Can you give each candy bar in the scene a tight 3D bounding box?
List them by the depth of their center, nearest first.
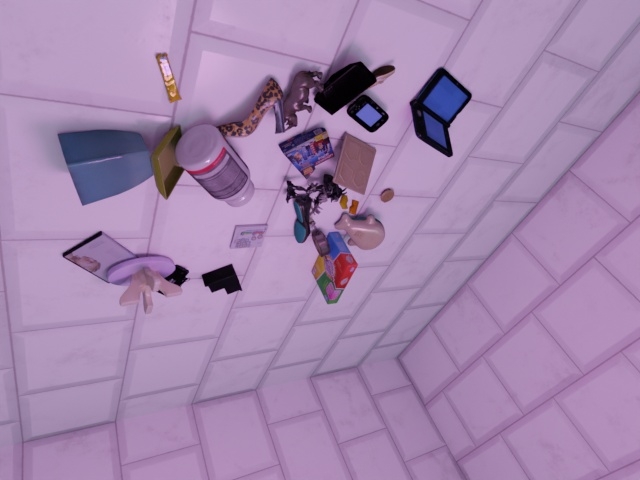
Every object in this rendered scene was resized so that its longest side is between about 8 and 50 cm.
[{"bbox_3d":[-0.465,-0.495,1.312,0.040,0.018,0.162,-22,144,-16],"label":"candy bar"}]

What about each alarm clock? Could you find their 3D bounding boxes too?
[{"bbox_3d":[0.000,0.000,2.152,0.064,0.129,0.192,-25,124,-7],"label":"alarm clock"}]

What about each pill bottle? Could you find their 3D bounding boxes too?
[{"bbox_3d":[-0.361,-0.251,1.539,0.176,0.176,0.318,-31,149,3],"label":"pill bottle"}]

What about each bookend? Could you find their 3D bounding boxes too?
[{"bbox_3d":[-0.485,0.210,2.122,0.156,0.072,0.157,-21,145,-10],"label":"bookend"}]

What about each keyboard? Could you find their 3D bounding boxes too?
[{"bbox_3d":[-0.687,0.187,2.004,0.100,0.038,0.192,36,113,-27],"label":"keyboard"}]

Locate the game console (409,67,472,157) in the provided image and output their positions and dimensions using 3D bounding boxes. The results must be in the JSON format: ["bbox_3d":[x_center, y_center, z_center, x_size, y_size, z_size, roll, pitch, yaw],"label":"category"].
[{"bbox_3d":[0.532,-0.532,1.819,0.293,0.250,0.173,14,153,-43],"label":"game console"}]

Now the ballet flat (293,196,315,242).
[{"bbox_3d":[-0.069,-0.096,2.014,0.096,0.095,0.281,-27,146,-23],"label":"ballet flat"}]

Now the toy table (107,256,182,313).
[{"bbox_3d":[-0.739,0.185,1.818,0.274,0.161,0.252,-15,150,-28],"label":"toy table"}]

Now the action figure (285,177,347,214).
[{"bbox_3d":[-0.009,-0.192,1.843,0.275,0.141,0.164,0,149,-9],"label":"action figure"}]

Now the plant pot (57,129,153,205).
[{"bbox_3d":[-0.670,-0.249,1.361,0.234,0.166,0.166,-19,144,-24],"label":"plant pot"}]

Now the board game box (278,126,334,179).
[{"bbox_3d":[-0.048,-0.349,1.739,0.194,0.060,0.194,-27,146,-3],"label":"board game box"}]

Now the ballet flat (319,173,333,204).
[{"bbox_3d":[0.019,-0.234,1.951,0.057,0.049,0.173,-54,170,-46],"label":"ballet flat"}]

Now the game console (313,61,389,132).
[{"bbox_3d":[0.152,-0.527,1.630,0.213,0.044,0.361,-31,149,29],"label":"game console"}]

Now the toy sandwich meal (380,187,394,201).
[{"bbox_3d":[0.339,-0.229,2.176,0.085,0.029,0.086,-15,139,-14],"label":"toy sandwich meal"}]

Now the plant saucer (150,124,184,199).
[{"bbox_3d":[-0.519,-0.267,1.450,0.045,0.188,0.188,11,137,0],"label":"plant saucer"}]

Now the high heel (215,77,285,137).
[{"bbox_3d":[-0.255,-0.457,1.481,0.261,0.093,0.186,-7,115,-5],"label":"high heel"}]

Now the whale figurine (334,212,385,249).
[{"bbox_3d":[0.205,-0.066,2.226,0.271,0.141,0.216,24,123,-19],"label":"whale figurine"}]

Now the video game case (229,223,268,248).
[{"bbox_3d":[-0.333,-0.018,1.990,0.157,0.019,0.143,-4,138,-31],"label":"video game case"}]

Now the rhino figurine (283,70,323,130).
[{"bbox_3d":[-0.081,-0.495,1.526,0.106,0.073,0.243,-1,138,-39],"label":"rhino figurine"}]

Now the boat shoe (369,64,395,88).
[{"bbox_3d":[0.218,-0.613,1.608,0.135,0.050,0.045,-22,149,7],"label":"boat shoe"}]

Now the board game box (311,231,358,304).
[{"bbox_3d":[0.067,0.148,2.275,0.064,0.242,0.317,-4,137,-29],"label":"board game box"}]

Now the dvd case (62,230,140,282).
[{"bbox_3d":[-0.874,0.075,1.736,0.180,0.022,0.253,-30,145,2],"label":"dvd case"}]

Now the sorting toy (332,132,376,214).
[{"bbox_3d":[0.132,-0.279,1.842,0.229,0.041,0.307,16,89,-47],"label":"sorting toy"}]
